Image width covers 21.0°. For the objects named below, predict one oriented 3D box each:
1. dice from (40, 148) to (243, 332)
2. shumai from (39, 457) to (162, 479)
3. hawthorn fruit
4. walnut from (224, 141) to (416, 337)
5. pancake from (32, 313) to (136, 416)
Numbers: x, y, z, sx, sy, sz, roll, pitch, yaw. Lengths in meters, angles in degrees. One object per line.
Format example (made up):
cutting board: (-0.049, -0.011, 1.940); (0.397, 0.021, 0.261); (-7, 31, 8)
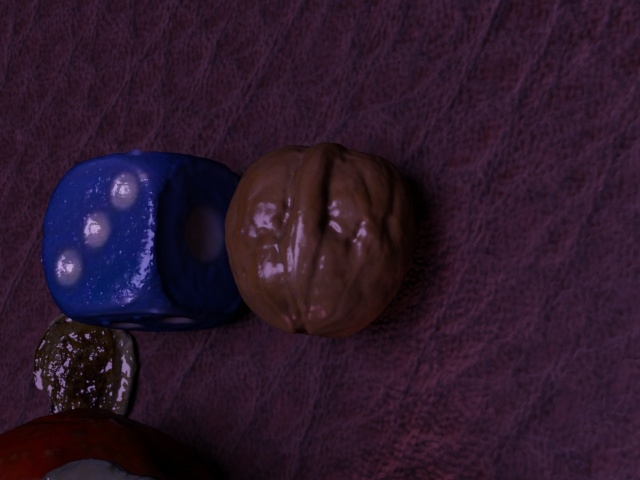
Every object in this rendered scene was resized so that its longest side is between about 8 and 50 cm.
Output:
dice: (-0.149, 0.005, 1.509); (0.146, 0.143, 0.146); (-8, 76, 35)
shumai: (-0.198, 0.288, 1.184); (0.330, 0.292, 0.288); (11, 101, 18)
hawthorn fruit: (-0.205, 0.261, 1.440); (0.258, 0.262, 0.258); (4, 95, 51)
walnut: (0.000, 0.000, 1.390); (0.167, 0.149, 0.166); (-3, 65, 7)
pancake: (-0.220, 0.120, 1.627); (0.129, 0.022, 0.116); (24, 98, 35)
